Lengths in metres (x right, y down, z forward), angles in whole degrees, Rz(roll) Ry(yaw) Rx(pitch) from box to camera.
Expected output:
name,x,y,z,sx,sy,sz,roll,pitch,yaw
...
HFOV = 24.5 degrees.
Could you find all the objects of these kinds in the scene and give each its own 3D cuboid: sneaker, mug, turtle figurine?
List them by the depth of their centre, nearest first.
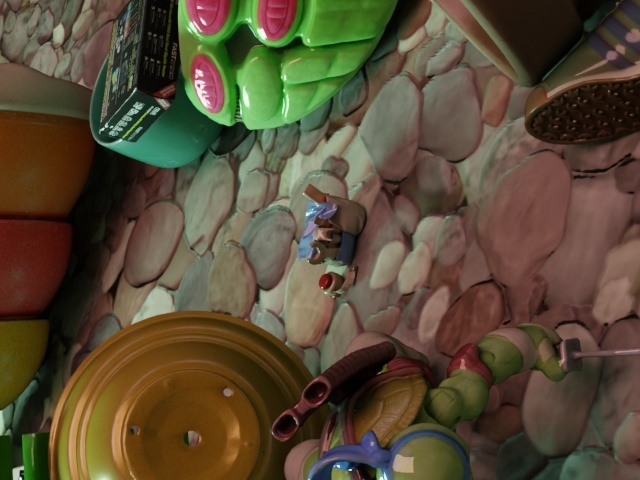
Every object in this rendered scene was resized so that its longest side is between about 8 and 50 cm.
name,x,y,z,sx,sy,sz,roll,pitch,yaw
turtle figurine,0.093,0.153,0.936,0.266,0.274,0.198,-169,75,-75
sneaker,0.215,-0.132,0.956,0.192,0.064,0.086,-25,46,45
sneaker,0.010,-0.323,1.271,0.202,0.185,0.483,-66,-5,-82
mug,-0.139,-0.131,1.398,0.158,0.097,0.129,31,98,54

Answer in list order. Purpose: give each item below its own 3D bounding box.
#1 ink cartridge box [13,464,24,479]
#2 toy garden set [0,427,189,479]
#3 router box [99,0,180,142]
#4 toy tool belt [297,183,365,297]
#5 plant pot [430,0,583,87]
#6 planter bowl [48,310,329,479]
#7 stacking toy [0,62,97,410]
name,x,y,z,sx,sy,sz,roll,pitch,yaw
ink cartridge box,-0.225,0.277,1.313,0.235,0.056,0.171,-24,53,47
toy garden set,-0.192,0.251,1.146,0.049,0.244,0.204,-12,79,34
router box,-0.157,-0.160,1.303,0.092,0.038,0.122,-34,46,54
toy tool belt,0.000,0.000,1.182,0.052,0.051,0.083,-10,66,52
plant pot,0.138,-0.271,1.003,0.229,0.263,0.263,-42,39,5
planter bowl,-0.094,0.149,1.076,0.090,0.217,0.217,106,174,-75
stacking toy,-0.394,0.067,1.521,0.350,0.350,0.480,-3,86,53
